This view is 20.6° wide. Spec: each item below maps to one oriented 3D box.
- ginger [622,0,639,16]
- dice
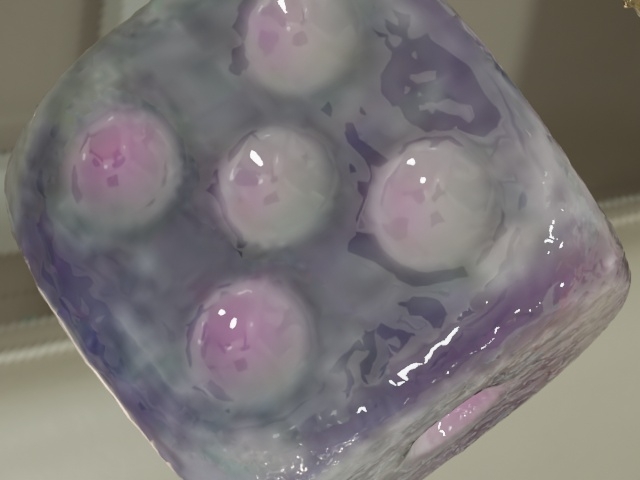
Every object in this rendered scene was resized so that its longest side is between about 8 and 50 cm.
[{"bbox_3d":[0.371,-0.275,1.227,0.236,0.166,0.375,18,144,-30],"label":"ginger"},{"bbox_3d":[0.000,0.000,1.024,0.270,0.271,0.270,-37,164,2],"label":"dice"}]
